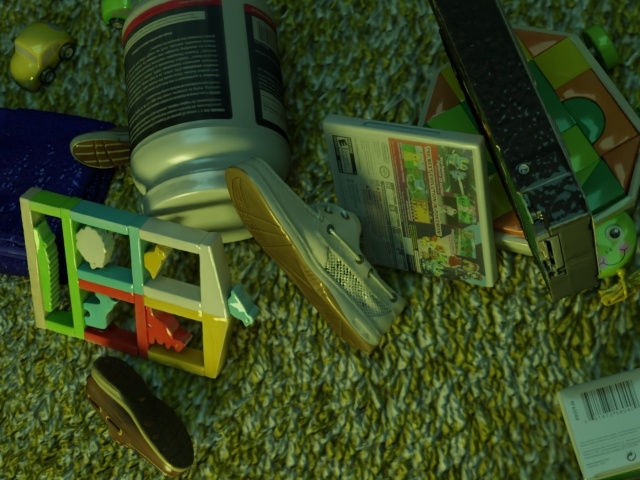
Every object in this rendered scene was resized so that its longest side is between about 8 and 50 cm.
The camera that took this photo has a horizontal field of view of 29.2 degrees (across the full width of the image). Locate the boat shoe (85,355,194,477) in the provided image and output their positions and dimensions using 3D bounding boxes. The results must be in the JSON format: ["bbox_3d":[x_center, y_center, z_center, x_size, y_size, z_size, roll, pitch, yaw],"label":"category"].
[{"bbox_3d":[-0.214,0.215,1.440,0.178,0.064,0.060,45,118,25],"label":"boat shoe"}]

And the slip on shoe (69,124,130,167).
[{"bbox_3d":[-0.251,-0.124,1.538,0.135,0.051,0.041,-7,48,-29],"label":"slip on shoe"}]

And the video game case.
[{"bbox_3d":[0.101,-0.043,1.359,0.183,0.201,0.023,11,44,26],"label":"video game case"}]

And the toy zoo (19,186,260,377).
[{"bbox_3d":[-0.209,0.055,1.428,0.293,0.192,0.030,15,36,17],"label":"toy zoo"}]

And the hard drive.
[{"bbox_3d":[0.196,-0.125,1.268,0.064,0.237,0.339,-22,67,7],"label":"hard drive"}]

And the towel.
[{"bbox_3d":[-0.427,-0.074,1.584,0.308,0.076,0.228,10,75,18],"label":"towel"}]

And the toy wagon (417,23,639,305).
[{"bbox_3d":[0.265,-0.087,1.400,0.267,0.068,0.344,-31,66,4],"label":"toy wagon"}]

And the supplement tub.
[{"bbox_3d":[-0.135,-0.151,1.467,0.191,0.191,0.272,-11,69,12],"label":"supplement tub"}]

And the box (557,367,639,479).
[{"bbox_3d":[0.311,0.198,1.279,0.101,0.087,0.102,-17,69,9],"label":"box"}]

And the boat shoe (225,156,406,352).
[{"bbox_3d":[0.000,0.000,1.366,0.096,0.277,0.098,-45,29,-15],"label":"boat shoe"}]

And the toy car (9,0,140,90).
[{"bbox_3d":[-0.312,-0.322,1.649,0.225,0.053,0.239,-2,71,15],"label":"toy car"}]
